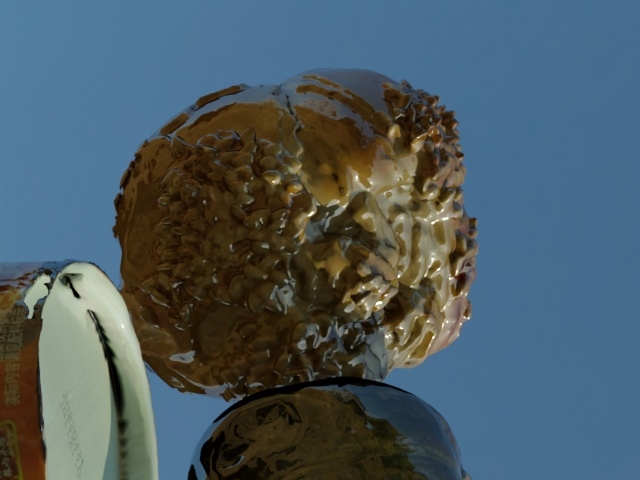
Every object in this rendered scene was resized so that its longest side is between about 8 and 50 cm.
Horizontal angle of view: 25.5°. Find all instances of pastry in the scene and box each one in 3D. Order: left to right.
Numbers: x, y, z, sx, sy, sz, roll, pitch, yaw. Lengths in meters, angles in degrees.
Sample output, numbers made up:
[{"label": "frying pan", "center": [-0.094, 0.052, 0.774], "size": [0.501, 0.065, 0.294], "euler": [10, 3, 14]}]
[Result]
[{"label": "pastry", "center": [0.000, 0.000, 1.053], "size": [0.162, 0.311, 0.255], "euler": [0, -71, 53]}]

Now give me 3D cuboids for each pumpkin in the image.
[{"label": "pumpkin", "center": [0.029, 0.267, 0.924], "size": [0.242, 0.325, 0.232], "euler": [-29, -147, 24]}]

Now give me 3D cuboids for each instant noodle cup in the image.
[{"label": "instant noodle cup", "center": [-0.192, 0.109, 0.710], "size": [0.182, 0.230, 0.230], "euler": [-8, -100, 9]}]
